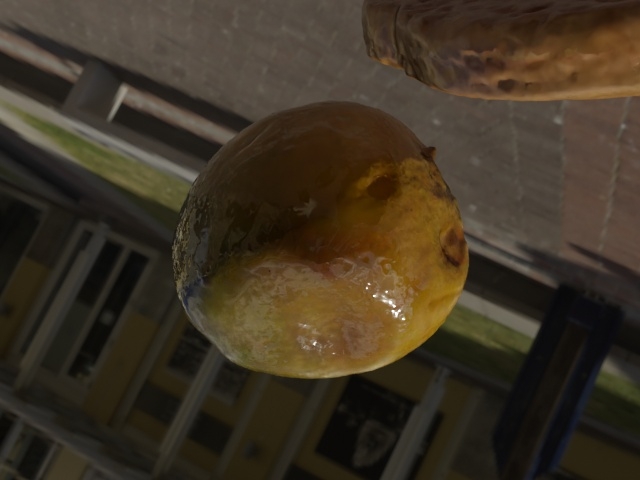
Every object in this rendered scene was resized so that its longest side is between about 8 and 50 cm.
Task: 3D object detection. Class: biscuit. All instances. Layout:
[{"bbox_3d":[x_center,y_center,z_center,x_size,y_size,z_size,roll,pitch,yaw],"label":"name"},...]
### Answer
[{"bbox_3d":[0.201,-0.174,0.751,0.349,0.078,0.455,-8,-160,5],"label":"biscuit"}]

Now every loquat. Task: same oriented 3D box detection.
[{"bbox_3d":[0.000,0.000,1.087,0.283,0.276,0.276,-27,146,21],"label":"loquat"}]
